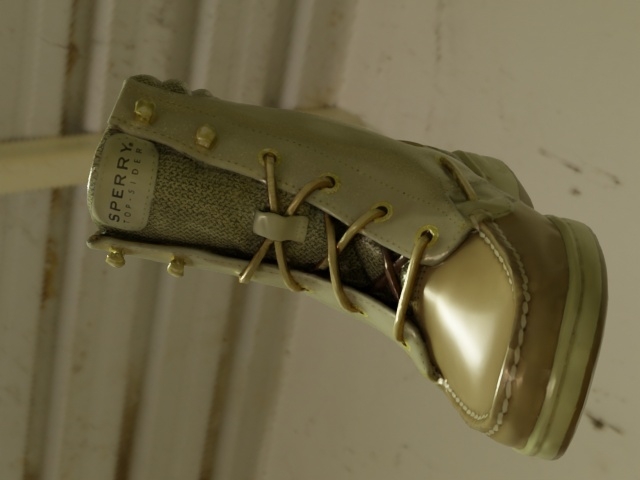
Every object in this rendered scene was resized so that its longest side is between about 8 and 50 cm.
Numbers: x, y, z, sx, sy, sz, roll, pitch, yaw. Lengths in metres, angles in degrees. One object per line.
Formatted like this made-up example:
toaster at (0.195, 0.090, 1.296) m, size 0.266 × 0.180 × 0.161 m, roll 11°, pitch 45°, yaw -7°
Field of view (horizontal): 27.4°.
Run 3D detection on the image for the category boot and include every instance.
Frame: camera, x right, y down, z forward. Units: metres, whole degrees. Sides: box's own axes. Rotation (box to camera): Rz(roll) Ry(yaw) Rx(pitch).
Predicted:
boot at (0.000, 0.000, 0.457) m, size 0.165 × 0.213 × 0.077 m, roll 14°, pitch -74°, yaw -10°
